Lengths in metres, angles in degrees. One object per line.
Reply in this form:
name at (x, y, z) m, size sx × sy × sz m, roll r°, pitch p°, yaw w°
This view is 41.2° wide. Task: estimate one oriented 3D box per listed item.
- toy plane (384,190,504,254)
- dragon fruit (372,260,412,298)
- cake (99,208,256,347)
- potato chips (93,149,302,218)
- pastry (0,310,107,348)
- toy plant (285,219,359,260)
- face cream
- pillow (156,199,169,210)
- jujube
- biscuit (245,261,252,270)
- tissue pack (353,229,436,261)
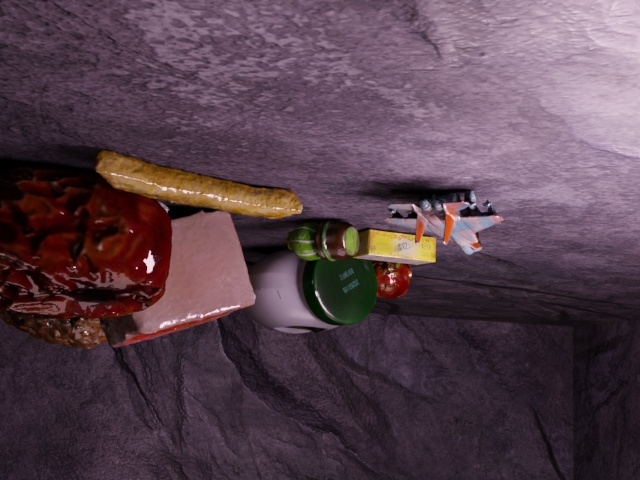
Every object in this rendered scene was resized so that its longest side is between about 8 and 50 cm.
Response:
toy plane at (0.252, -0.032, 1.589) m, size 0.222 × 0.105 × 0.326 m, roll -1°, pitch 174°, yaw 27°
dragon fruit at (0.188, 0.080, 2.269) m, size 0.125 × 0.125 × 0.246 m, roll 16°, pitch 153°, yaw 0°
cake at (-0.321, 0.083, 1.811) m, size 0.308 × 0.230 × 0.237 m, roll -16°, pitch 172°, yaw -31°
potato chips at (-0.218, -0.092, 1.491) m, size 0.406 × 0.057 × 0.080 m, roll 11°, pitch 154°, yaw -37°
pastry at (-0.683, 0.118, 2.209) m, size 0.405 × 0.293 × 0.337 m, roll 10°, pitch 166°, yaw 33°
toy plant at (0.000, 0.000, 1.871) m, size 0.162 × 0.093 × 0.092 m, roll 1°, pitch 171°, yaw 33°
face cream at (-0.039, 0.131, 2.252) m, size 0.312 × 0.220 × 0.357 m, roll 12°, pitch 164°, yaw -35°
pillow at (-0.386, -0.051, 1.792) m, size 0.128 × 0.051 × 0.229 m, roll 4°, pitch 171°, yaw -12°
jujube at (-0.455, 0.008, 1.522) m, size 0.376 × 0.277 × 0.276 m, roll 11°, pitch 169°, yaw -9°
biscuit at (-0.278, 0.097, 2.661) m, size 0.187 × 0.036 × 0.273 m, roll 9°, pitch 168°, yaw -33°
tissue pack at (0.173, 0.016, 1.994) m, size 0.175 × 0.062 × 0.095 m, roll 6°, pitch 172°, yaw -21°
